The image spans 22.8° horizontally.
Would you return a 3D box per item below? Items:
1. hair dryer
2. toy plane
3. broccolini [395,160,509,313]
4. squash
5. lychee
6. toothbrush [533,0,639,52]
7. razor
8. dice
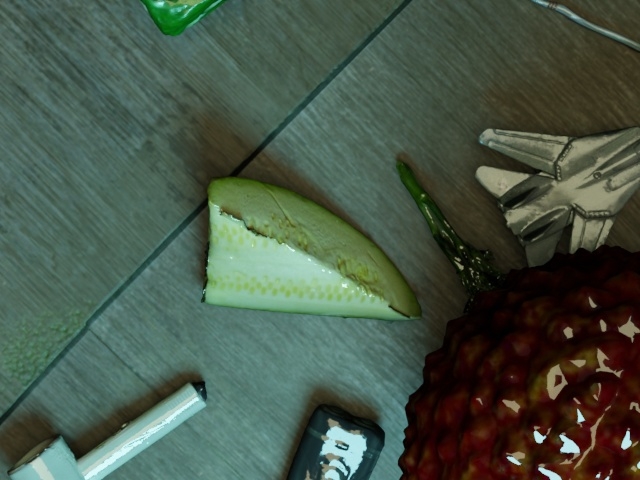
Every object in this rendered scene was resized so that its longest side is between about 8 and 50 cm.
[{"bbox_3d":[-0.218,0.240,1.784,0.236,0.073,0.131,-36,96,-8],"label":"hair dryer"},{"bbox_3d":[0.318,-0.083,1.767,0.267,0.088,0.212,-31,96,-8],"label":"toy plane"},{"bbox_3d":[0.153,-0.010,1.779,0.058,0.074,0.201,-22,82,-37],"label":"broccolini"},{"bbox_3d":[0.000,0.000,1.744,0.252,0.093,0.169,5,138,-2],"label":"squash"},{"bbox_3d":[0.285,0.230,1.632,0.424,0.500,0.425,3,53,-5],"label":"lychee"},{"bbox_3d":[0.288,-0.253,1.784,0.193,0.013,0.019,28,84,-3],"label":"toothbrush"},{"bbox_3d":[0.009,0.264,1.789,0.090,0.054,0.148,23,94,-3],"label":"razor"},{"bbox_3d":[-0.155,-0.303,1.707,0.120,0.128,0.131,-36,95,2],"label":"dice"}]
